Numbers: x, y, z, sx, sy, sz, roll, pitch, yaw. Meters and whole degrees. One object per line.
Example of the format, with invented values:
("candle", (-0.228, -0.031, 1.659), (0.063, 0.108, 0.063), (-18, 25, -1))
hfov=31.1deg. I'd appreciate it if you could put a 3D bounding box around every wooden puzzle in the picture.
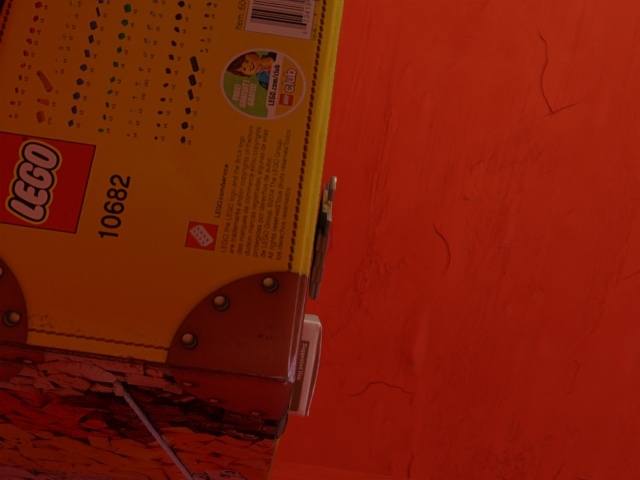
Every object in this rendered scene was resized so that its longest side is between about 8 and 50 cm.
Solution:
("wooden puzzle", (0.000, 0.000, 0.651), (0.049, 0.006, 0.083), (-87, -175, -63))

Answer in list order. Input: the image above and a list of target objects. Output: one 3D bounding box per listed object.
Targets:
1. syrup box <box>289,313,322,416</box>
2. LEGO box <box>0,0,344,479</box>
("syrup box", (-0.121, 0.102, 1.112), (0.093, 0.237, 0.096), (-147, -115, -87))
("LEGO box", (-0.098, -0.077, 0.814), (0.372, 0.193, 0.500), (104, -6, -62))
